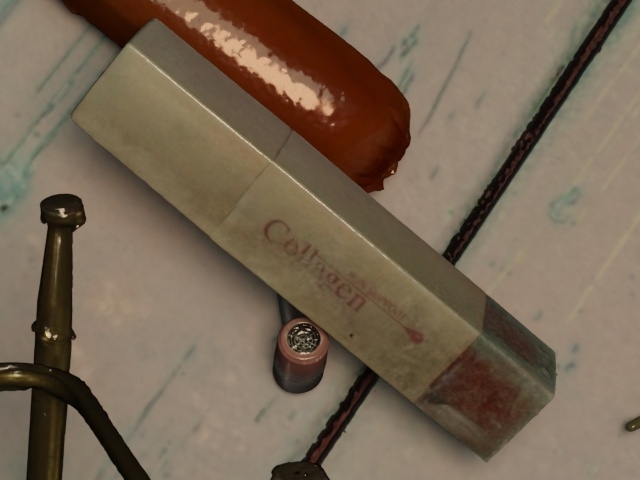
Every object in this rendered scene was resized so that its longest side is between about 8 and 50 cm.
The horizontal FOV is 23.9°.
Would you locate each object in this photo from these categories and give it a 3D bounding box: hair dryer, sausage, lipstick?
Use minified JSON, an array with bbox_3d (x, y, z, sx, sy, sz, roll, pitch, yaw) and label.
[{"bbox_3d":[-0.020,0.046,1.077,0.037,0.063,0.114,-7,64,-8],"label":"hair dryer"},{"bbox_3d":[-0.082,-0.156,1.088,0.348,0.094,0.097,36,80,-1],"label":"sausage"},{"bbox_3d":[0.000,0.000,1.040,0.371,0.080,0.076,39,112,-8],"label":"lipstick"}]

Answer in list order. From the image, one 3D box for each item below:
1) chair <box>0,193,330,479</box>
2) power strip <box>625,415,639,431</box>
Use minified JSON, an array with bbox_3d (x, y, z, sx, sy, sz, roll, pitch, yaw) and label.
[{"bbox_3d":[-0.235,0.250,0.783,0.362,0.364,0.410,-10,117,-24],"label":"chair"},{"bbox_3d":[0.346,0.092,1.134,0.268,0.034,0.092,-20,82,-13],"label":"power strip"}]
